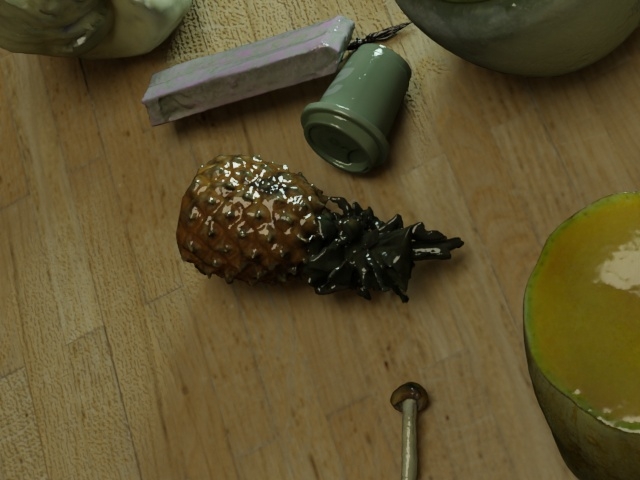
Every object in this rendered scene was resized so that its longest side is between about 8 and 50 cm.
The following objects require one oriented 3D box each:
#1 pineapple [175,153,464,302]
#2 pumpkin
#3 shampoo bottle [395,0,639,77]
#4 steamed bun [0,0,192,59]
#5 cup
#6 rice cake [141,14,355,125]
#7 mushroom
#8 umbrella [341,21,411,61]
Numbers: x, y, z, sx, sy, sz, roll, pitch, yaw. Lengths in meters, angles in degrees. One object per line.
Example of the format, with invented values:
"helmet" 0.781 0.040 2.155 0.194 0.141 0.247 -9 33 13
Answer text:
"pineapple" 0.000 0.000 1.722 0.340 0.169 0.169 15 74 19
"pumpkin" 0.356 0.107 1.465 0.332 0.199 0.332 -9 67 21
"shampoo bottle" 0.235 -0.355 1.667 0.322 0.317 0.323 -15 62 31
"steamed bun" -0.333 -0.397 1.994 0.339 0.247 0.352 11 67 -10
"cup" 0.053 -0.167 1.786 0.120 0.120 0.141 18 65 31
"rice cake" -0.098 -0.219 1.884 0.297 0.050 0.106 -14 27 22
"mushroom" 0.066 0.305 1.608 0.068 0.043 0.306 5 71 46
"umbrella" 0.068 -0.264 1.875 0.122 0.013 0.022 -26 65 14
